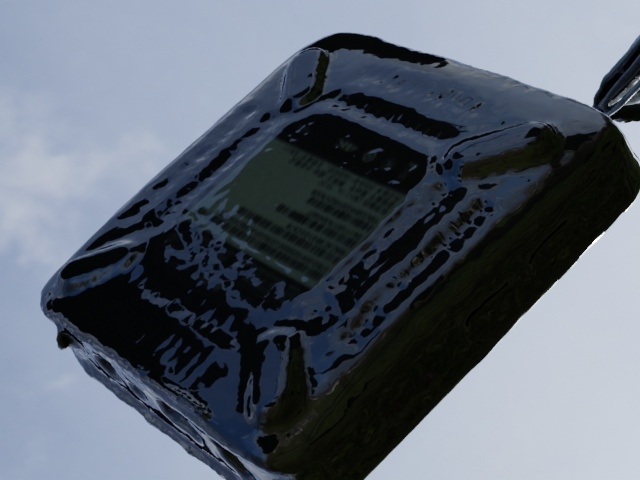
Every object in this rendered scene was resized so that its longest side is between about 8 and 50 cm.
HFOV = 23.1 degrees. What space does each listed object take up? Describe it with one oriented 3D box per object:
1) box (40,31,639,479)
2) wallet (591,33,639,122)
[{"bbox_3d":[0.000,0.000,0.903,0.289,0.290,0.073,-44,-52,-15],"label":"box"},{"bbox_3d":[0.454,-0.221,1.624,0.342,0.237,0.075,-11,-119,-33],"label":"wallet"}]
